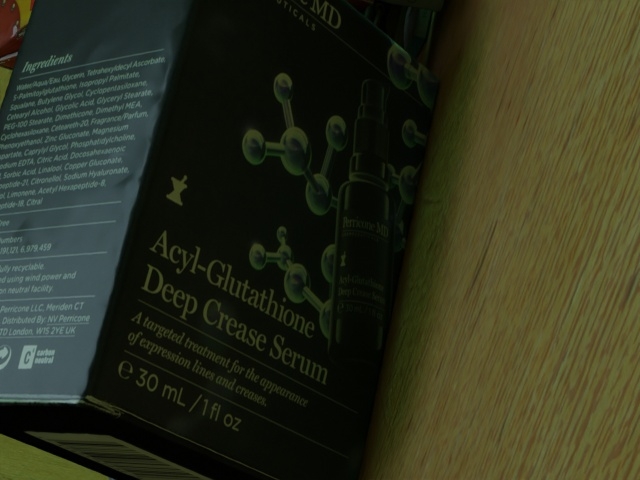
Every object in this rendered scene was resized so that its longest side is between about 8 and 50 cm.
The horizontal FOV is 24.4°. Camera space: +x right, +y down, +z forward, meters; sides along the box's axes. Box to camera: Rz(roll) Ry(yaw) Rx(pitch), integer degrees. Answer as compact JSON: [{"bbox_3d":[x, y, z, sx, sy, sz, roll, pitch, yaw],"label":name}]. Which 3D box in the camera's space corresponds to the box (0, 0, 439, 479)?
[{"bbox_3d":[-0.099,-0.012,1.184,0.212,0.293,0.396,-5,65,40],"label":"box"}]

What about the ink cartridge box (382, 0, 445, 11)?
[{"bbox_3d":[0.130,-0.450,1.370,0.308,0.091,0.385,109,172,-49],"label":"ink cartridge box"}]

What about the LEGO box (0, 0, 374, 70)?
[{"bbox_3d":[-0.125,-0.424,1.416,0.372,0.193,0.500,-16,65,50],"label":"LEGO box"}]

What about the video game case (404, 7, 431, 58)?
[{"bbox_3d":[0.108,-0.263,1.539,0.119,0.015,0.166,118,166,-75],"label":"video game case"}]

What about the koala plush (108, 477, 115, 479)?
[{"bbox_3d":[-0.082,0.206,1.623,0.221,0.203,0.196,-53,-3,22],"label":"koala plush"}]

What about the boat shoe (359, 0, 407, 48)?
[{"bbox_3d":[0.027,-0.276,1.457,0.123,0.123,0.342,57,-144,-57],"label":"boat shoe"}]
